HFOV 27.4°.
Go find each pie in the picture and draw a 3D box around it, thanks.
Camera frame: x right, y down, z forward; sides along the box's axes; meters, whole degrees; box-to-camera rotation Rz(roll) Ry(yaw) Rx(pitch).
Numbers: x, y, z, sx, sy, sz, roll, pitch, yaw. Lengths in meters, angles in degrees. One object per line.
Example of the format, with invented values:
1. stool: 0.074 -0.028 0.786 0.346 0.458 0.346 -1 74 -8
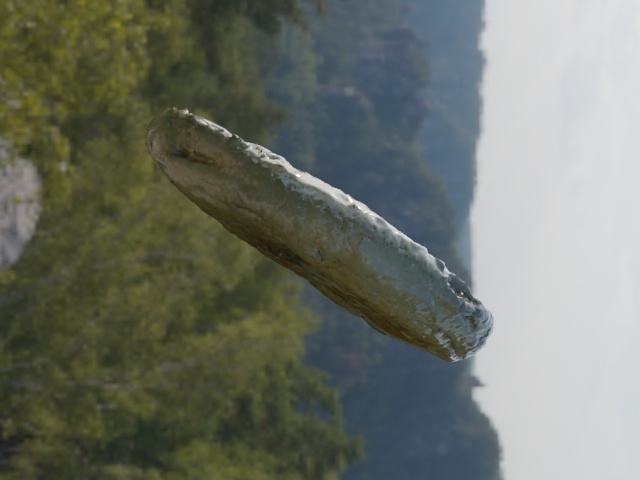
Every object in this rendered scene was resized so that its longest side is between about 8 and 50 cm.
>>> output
1. pie: 0.000 0.000 1.078 0.075 0.337 0.337 -55 174 -3
